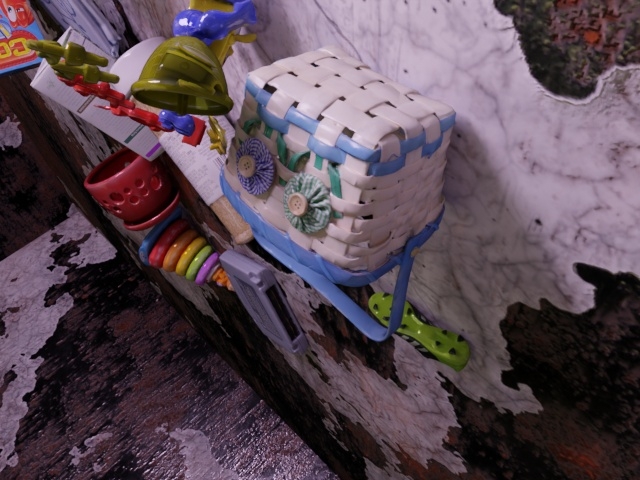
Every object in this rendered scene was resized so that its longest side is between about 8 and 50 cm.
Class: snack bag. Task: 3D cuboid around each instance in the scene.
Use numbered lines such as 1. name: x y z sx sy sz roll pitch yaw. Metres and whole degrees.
1. snack bag: -0.466 -0.416 1.044 0.323 0.037 0.342 33 161 42

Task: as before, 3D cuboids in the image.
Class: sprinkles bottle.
1. sprinkles bottle: -0.198 -0.162 0.897 0.355 0.121 0.121 53 157 -7

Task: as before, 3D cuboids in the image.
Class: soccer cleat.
1. soccer cleat: 0.147 0.143 0.818 0.179 0.060 0.072 31 152 32

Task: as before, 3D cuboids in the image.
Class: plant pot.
1. plant pot: -0.471 -0.131 1.352 0.191 0.191 0.174 21 147 48

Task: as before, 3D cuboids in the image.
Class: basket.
1. basket: 0.007 -0.048 0.600 0.255 0.201 0.289 35 143 29

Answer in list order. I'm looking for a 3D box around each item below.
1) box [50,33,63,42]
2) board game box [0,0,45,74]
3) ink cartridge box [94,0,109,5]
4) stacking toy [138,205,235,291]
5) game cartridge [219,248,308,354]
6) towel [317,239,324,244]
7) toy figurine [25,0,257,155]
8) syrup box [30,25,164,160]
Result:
1. box: -0.469 -0.318 1.133 0.270 0.060 0.216 32 162 44
2. board game box: -0.713 -0.432 0.964 0.086 0.308 0.302 11 126 53
3. ink cartridge box: -0.356 -0.466 0.787 0.175 0.072 0.127 52 157 -4
4. stacking toy: -0.343 0.061 1.498 0.302 0.165 0.175 33 151 2
5. game cartridge: -0.151 0.158 1.381 0.198 0.062 0.297 28 149 49
6. towel: 0.000 0.000 0.927 0.083 0.009 0.060 54 157 -10
7. toy figurine: -0.160 -0.241 0.596 0.191 0.217 0.362 20 180 -12
8. syrup box: -0.373 -0.256 0.953 0.237 0.096 0.093 35 -148 -37
